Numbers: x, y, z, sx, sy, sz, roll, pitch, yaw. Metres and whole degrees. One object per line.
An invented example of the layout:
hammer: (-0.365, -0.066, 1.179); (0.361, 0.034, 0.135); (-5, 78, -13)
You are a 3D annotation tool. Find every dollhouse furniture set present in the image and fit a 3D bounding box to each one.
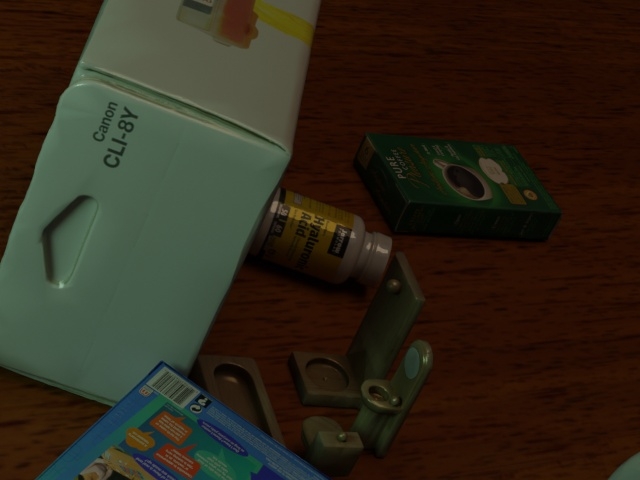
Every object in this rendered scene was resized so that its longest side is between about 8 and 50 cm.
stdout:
dollhouse furniture set: (-0.003, 0.095, 1.222); (0.151, 0.123, 0.144); (6, 38, -26)

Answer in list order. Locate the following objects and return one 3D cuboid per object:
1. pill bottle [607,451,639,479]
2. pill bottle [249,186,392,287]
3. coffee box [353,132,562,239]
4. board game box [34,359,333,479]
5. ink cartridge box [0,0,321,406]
pill bottle: (0.408, 0.238, 1.196); (0.408, 0.229, 0.229); (-3, 43, -36)
pill bottle: (0.000, 0.000, 1.404); (0.116, 0.065, 0.065); (19, 34, -9)
coffee box: (0.133, -0.053, 1.580); (0.184, 0.040, 0.113); (2, 40, -31)
board game box: (-0.108, 0.191, 1.073); (0.160, 0.047, 0.210); (34, 42, 12)
ink cartridge box: (-0.118, -0.091, 1.264); (0.160, 0.279, 0.384); (21, 35, -8)
